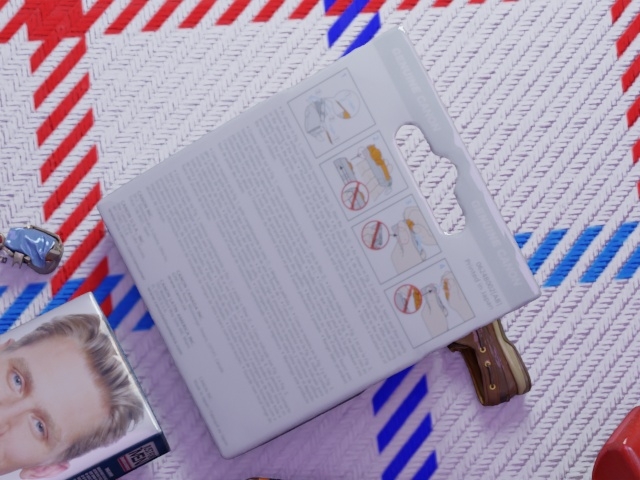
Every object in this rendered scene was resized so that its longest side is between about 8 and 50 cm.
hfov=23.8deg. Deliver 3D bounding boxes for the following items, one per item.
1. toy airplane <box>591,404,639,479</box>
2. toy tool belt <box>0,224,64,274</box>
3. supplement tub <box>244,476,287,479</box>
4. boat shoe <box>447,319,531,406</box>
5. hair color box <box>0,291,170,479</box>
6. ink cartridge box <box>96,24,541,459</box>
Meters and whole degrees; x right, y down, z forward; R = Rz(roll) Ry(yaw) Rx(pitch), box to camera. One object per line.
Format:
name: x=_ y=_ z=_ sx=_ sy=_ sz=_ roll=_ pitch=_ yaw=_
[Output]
toy airplane: x=0.391 y=0.354 z=1.567 sx=0.386 sy=0.272 sz=0.384 roll=5 pitch=91 yaw=-42
toy tool belt: x=-0.317 y=0.006 z=1.626 sx=0.083 sy=0.051 sz=0.052 roll=16 pitch=79 yaw=-3
supplement tub: x=-0.028 y=0.302 z=1.582 sx=0.198 sy=0.106 sz=0.106 roll=8 pitch=80 yaw=-5
boat shoe: x=0.164 y=0.098 z=1.656 sx=0.060 sy=0.064 sz=0.178 roll=-27 pitch=87 yaw=-11
hair color box: x=-0.347 y=0.211 z=1.547 sx=0.347 sy=0.105 sz=0.174 roll=-27 pitch=72 yaw=-10
ink cartridge box: x=-0.002 y=0.006 z=1.558 sx=0.385 sy=0.091 sz=0.308 roll=-29 pitch=83 yaw=18
